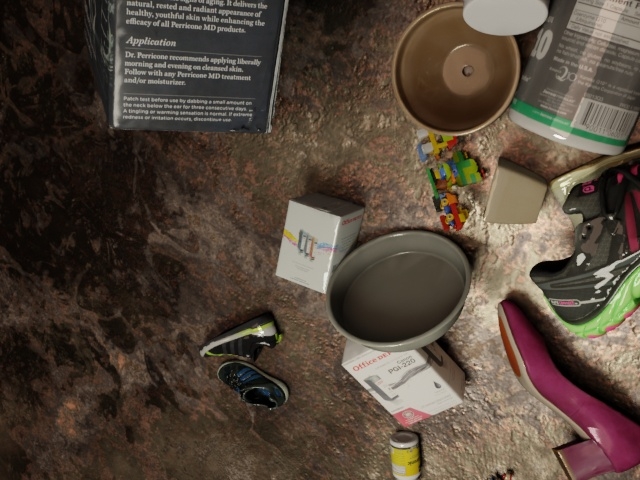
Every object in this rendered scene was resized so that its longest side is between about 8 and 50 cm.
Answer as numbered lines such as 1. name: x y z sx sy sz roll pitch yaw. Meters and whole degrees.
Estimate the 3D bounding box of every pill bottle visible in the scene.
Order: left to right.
1. pill bottle: 0.189 0.490 1.546 0.065 0.065 0.117 0 102 27
2. pill bottle: 0.312 -0.497 1.141 0.160 0.160 0.283 2 78 27
3. pill bottle: 0.463 -0.338 1.129 0.204 0.204 0.361 25 112 20

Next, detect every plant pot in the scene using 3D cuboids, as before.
1. plant pot: 0.260 -0.316 1.294 0.237 0.109 0.238 7 105 25
2. plant pot: 0.365 -0.086 1.301 0.096 0.109 0.109 14 109 11

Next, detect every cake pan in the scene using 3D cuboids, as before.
1. cake pan: 0.155 0.102 1.375 0.293 0.293 0.054 1 138 27

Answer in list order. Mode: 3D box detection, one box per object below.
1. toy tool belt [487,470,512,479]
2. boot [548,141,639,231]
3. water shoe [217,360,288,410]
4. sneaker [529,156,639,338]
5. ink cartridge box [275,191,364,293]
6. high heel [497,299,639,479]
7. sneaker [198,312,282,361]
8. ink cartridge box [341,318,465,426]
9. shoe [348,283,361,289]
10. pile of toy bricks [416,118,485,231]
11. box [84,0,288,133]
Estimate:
1. toy tool belt: 0.367 0.518 1.468 0.051 0.052 0.083 20 110 13
2. boot: 0.532 -0.074 1.228 0.213 0.077 0.165 -24 90 35
3. water shoe: -0.176 0.350 1.694 0.203 0.080 0.073 14 107 24
4. sneaker: 0.504 -0.053 1.100 0.202 0.185 0.483 41 119 17
5. ink cartridge box: 0.000 0.000 1.493 0.127 0.128 0.176 20 109 22
6. high heel: 0.484 0.265 1.342 0.181 0.127 0.378 -24 85 1
7. sneaker: -0.195 0.257 1.680 0.234 0.084 0.097 -27 90 30
8. ink cartridge box: 0.173 0.265 1.441 0.158 0.092 0.218 -33 109 29
9. shoe: 0.119 0.182 1.516 0.076 0.058 0.219 -27 101 5
10. pile of toy bricks: 0.266 -0.125 1.354 0.105 0.118 0.212 -17 77 2
11. box: -0.256 -0.503 1.249 0.480 0.297 0.472 -124 39 -51
